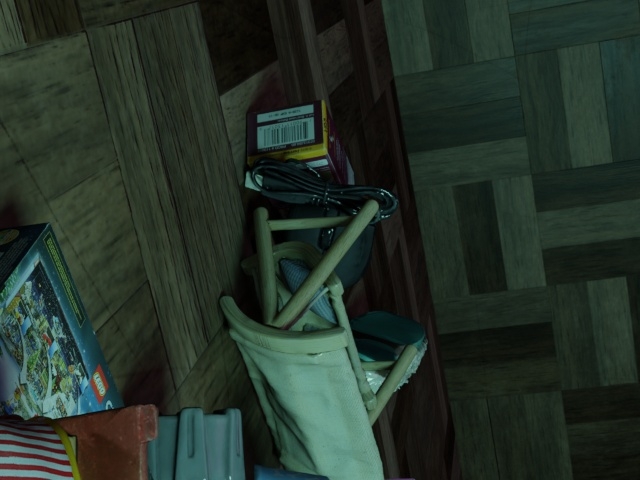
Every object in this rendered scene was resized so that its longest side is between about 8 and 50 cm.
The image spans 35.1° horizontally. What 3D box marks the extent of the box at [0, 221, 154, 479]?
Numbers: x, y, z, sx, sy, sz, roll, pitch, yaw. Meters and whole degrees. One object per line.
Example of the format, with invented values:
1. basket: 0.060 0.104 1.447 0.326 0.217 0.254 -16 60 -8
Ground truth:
1. box: -0.177 0.128 0.638 0.159 0.044 0.233 -76 155 -59

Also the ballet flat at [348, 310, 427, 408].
1. ballet flat: 0.072 0.202 1.597 0.409 0.147 0.147 -15 97 -74

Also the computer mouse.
1. computer mouse: 0.000 0.000 1.314 0.272 0.188 0.072 86 21 -64

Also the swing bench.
1. swing bench: -0.002 0.128 1.176 0.255 0.165 0.253 -72 153 -51

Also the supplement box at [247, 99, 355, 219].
1. supplement box: -0.021 -0.094 1.340 0.188 0.104 0.081 62 23 -58

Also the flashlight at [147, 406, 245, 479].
1. flashlight: -0.092 0.281 0.768 0.103 0.103 0.304 -23 -115 61

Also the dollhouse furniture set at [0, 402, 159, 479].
1. dollhouse furniture set: -0.161 0.245 0.388 0.201 0.152 0.374 40 43 -72

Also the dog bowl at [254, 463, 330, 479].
1. dog bowl: -0.021 0.342 0.978 0.166 0.074 0.297 -98 -174 -52

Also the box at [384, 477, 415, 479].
1. box: 0.077 0.451 1.278 0.243 0.117 0.214 74 17 -49
